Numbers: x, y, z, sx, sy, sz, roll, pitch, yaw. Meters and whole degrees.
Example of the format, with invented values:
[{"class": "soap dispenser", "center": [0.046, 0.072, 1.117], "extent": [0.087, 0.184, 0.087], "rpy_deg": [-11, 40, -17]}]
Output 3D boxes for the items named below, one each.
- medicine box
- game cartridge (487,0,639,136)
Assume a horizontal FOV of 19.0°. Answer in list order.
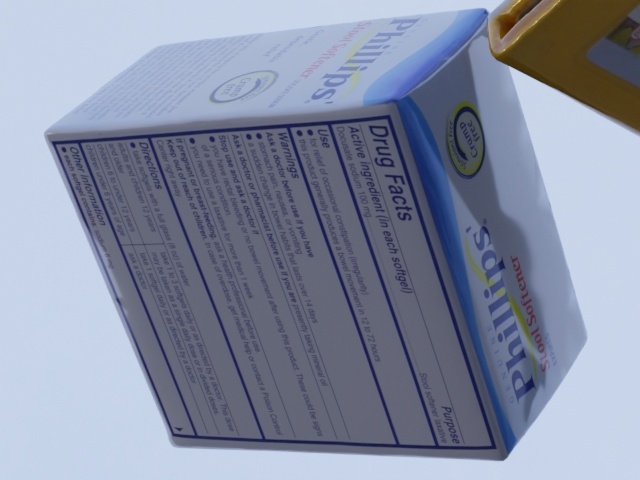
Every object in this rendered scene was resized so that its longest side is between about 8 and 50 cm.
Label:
[{"class": "medicine box", "center": [0.000, 0.000, 1.312], "extent": [0.289, 0.149, 0.263], "rpy_deg": [-2, -61, 33]}, {"class": "game cartridge", "center": [0.314, -0.140, 1.180], "extent": [0.324, 0.052, 0.285], "rpy_deg": [26, -48, -27]}]
